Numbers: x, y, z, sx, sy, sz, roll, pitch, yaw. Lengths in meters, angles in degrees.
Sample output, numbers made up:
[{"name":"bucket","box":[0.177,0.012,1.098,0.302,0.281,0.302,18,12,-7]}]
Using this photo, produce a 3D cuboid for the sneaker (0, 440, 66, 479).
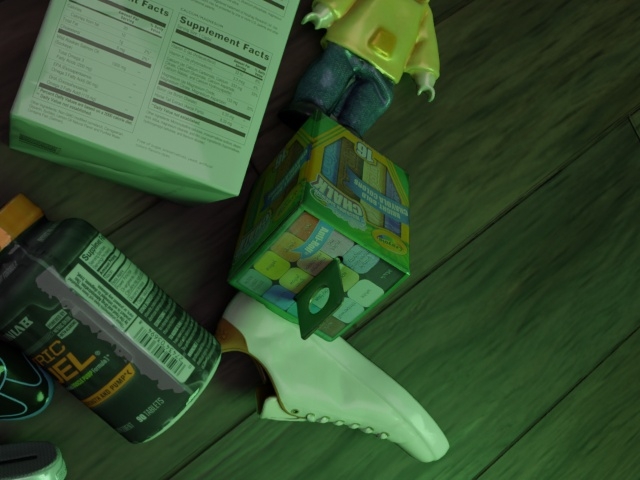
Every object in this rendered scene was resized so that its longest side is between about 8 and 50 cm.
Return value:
[{"name":"sneaker","box":[-0.362,0.250,0.711,0.258,0.094,0.091,-2,107,-15]}]

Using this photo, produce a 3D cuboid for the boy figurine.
[{"name":"boy figurine","box":[0.071,-0.229,0.902,0.177,0.092,0.285,34,80,-16]}]

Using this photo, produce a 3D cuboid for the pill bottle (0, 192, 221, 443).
[{"name":"pill bottle","box":[-0.222,0.068,0.751,0.245,0.130,0.130,45,73,-15]}]

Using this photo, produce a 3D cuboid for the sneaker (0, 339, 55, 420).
[{"name":"sneaker","box":[-0.353,0.111,0.716,0.232,0.090,0.081,24,80,-20]}]

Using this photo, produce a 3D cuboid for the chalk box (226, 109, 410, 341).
[{"name":"chalk box","box":[0.000,0.000,0.789,0.132,0.132,0.213,33,35,-19]}]

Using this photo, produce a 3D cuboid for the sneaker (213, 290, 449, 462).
[{"name":"sneaker","box":[0.004,0.169,0.865,0.290,0.106,0.123,40,77,-6]}]

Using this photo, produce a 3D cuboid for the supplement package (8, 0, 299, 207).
[{"name":"supplement package","box":[-0.153,-0.189,0.746,0.198,0.199,0.262,19,82,-21]}]
